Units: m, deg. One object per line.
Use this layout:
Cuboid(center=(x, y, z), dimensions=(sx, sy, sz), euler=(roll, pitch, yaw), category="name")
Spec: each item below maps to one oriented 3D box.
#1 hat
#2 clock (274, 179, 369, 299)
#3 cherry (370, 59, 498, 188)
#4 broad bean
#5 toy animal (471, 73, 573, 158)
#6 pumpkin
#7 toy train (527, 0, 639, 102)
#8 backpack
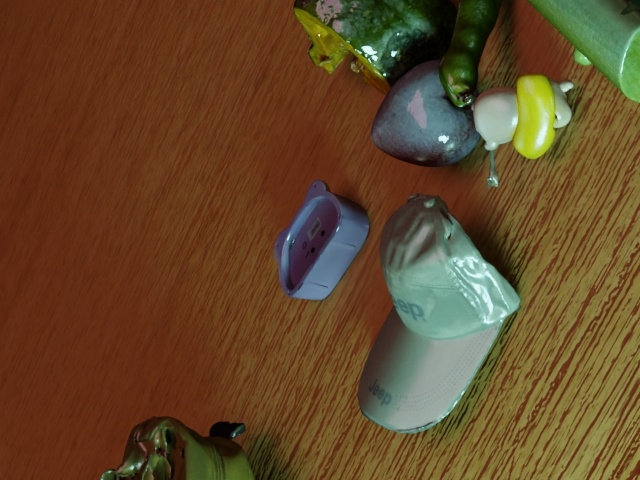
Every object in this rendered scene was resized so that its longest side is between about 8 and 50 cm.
Cuboid(center=(0.099, 0.080, 1.825), dimensions=(0.245, 0.149, 0.214), euler=(-52, 31, -8), category="hat")
Cuboid(center=(0.000, 0.000, 2.108), dimensions=(0.153, 0.050, 0.110), euler=(-56, 36, 27), category="clock")
Cuboid(center=(0.131, -0.119, 1.890), dimensions=(0.148, 0.115, 0.188), euler=(-12, 70, 10), category="cherry")
Cuboid(center=(0.182, -0.255, 1.873), dimensions=(0.052, 0.052, 0.256), euler=(-21, 41, 45), category="broad bean")
Cuboid(center=(0.233, -0.139, 1.787), dimensions=(0.114, 0.082, 0.091), euler=(-20, 92, 39), category="toy animal")
Cuboid(center=(0.077, -0.264, 2.031), dimensions=(0.139, 0.190, 0.280), euler=(-51, -12, -5), category="pumpkin")
Cuboid(center=(0.295, -0.279, 1.687), dimensions=(0.189, 0.126, 0.307), euler=(-61, 35, 22), category="toy train")
Cuboid(center=(-0.178, 0.418, 2.071), dimensions=(0.353, 0.201, 0.378), euler=(-7, 74, 58), category="backpack")
